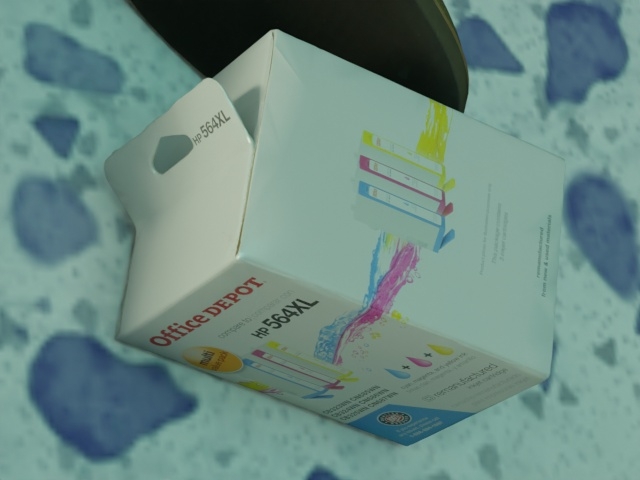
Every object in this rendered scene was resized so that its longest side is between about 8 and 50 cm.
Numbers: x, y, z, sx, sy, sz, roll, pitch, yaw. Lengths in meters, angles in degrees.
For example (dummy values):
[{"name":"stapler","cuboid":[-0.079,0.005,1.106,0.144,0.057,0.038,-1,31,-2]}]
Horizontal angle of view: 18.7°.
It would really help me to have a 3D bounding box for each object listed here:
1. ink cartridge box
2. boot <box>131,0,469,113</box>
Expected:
[{"name":"ink cartridge box","cuboid":[0.000,0.000,0.677,0.143,0.092,0.090,21,59,-24]},{"name":"boot","cuboid":[-0.042,-0.162,0.721,0.305,0.112,0.115,48,40,-4]}]
